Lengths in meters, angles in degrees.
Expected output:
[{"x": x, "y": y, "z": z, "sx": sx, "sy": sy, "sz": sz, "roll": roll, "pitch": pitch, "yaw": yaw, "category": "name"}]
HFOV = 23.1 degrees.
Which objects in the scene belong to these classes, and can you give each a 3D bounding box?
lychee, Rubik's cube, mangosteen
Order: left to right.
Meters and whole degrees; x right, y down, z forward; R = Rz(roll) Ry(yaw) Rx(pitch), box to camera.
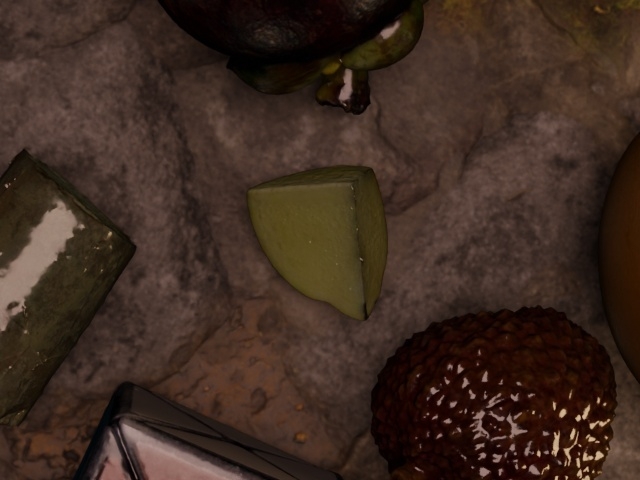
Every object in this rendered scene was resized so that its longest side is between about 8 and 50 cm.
[{"x": -0.131, "y": 0.304, "z": 1.473, "sx": 0.255, "sy": 0.260, "sz": 0.259, "roll": 26, "pitch": 88, "yaw": -4, "category": "Rubik's cube"}, {"x": -0.017, "y": -0.302, "z": 1.498, "sx": 0.330, "sy": 0.330, "sz": 0.330, "roll": 0, "pitch": 88, "yaw": -7, "category": "mangosteen"}, {"x": 0.174, "y": 0.178, "z": 1.541, "sx": 0.271, "sy": 0.236, "sz": 0.236, "roll": -23, "pitch": 91, "yaw": -25, "category": "lychee"}]

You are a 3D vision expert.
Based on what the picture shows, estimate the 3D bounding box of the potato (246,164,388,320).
[{"x": 0.000, "y": 0.000, "z": 1.612, "sx": 0.120, "sy": 0.081, "sz": 0.149, "roll": 0, "pitch": 106, "yaw": 23, "category": "potato"}]

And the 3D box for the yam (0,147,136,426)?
[{"x": -0.301, "y": 0.058, "z": 1.518, "sx": 0.161, "sy": 0.161, "sz": 0.268, "roll": 33, "pitch": 83, "yaw": -5, "category": "yam"}]

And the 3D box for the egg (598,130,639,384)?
[{"x": 0.415, "y": 0.025, "z": 1.542, "sx": 0.283, "sy": 0.282, "sz": 0.351, "roll": -9, "pitch": 79, "yaw": -7, "category": "egg"}]
